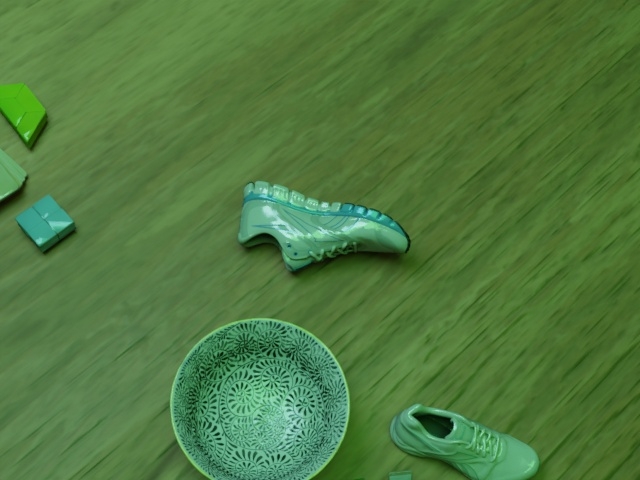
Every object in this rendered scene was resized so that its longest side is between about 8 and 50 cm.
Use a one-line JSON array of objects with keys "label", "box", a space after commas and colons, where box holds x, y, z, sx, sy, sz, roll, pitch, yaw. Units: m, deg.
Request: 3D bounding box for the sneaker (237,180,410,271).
[{"label": "sneaker", "box": [0.000, 0.000, 1.049, 0.190, 0.071, 0.083, 12, 70, 10]}]

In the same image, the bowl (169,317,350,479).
[{"label": "bowl", "box": [-0.059, 0.168, 0.948, 0.170, 0.080, 0.170, 2, 65, -5]}]

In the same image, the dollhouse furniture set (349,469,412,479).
[{"label": "dollhouse furniture set", "box": [0.102, 0.249, 0.917, 0.151, 0.076, 0.058, -4, 106, -9]}]

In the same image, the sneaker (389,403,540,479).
[{"label": "sneaker", "box": [0.145, 0.201, 0.962, 0.152, 0.061, 0.054, 16, 62, 1]}]

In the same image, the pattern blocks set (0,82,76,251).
[{"label": "pattern blocks set", "box": [-0.430, -0.079, 1.062, 0.285, 0.026, 0.325, -29, 70, -17]}]
